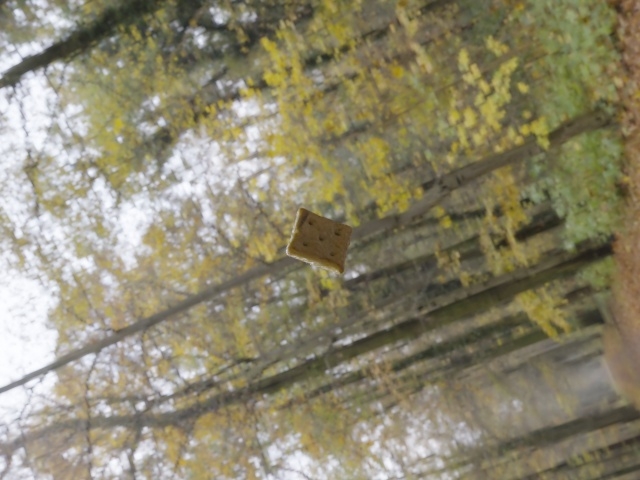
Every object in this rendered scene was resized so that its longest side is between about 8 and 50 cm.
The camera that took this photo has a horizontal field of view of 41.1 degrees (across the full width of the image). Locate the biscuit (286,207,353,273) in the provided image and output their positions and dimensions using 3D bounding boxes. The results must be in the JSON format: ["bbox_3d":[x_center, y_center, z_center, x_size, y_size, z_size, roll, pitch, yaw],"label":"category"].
[{"bbox_3d":[0.000,0.000,1.129,0.081,0.018,0.083,22,-131,-8],"label":"biscuit"}]
